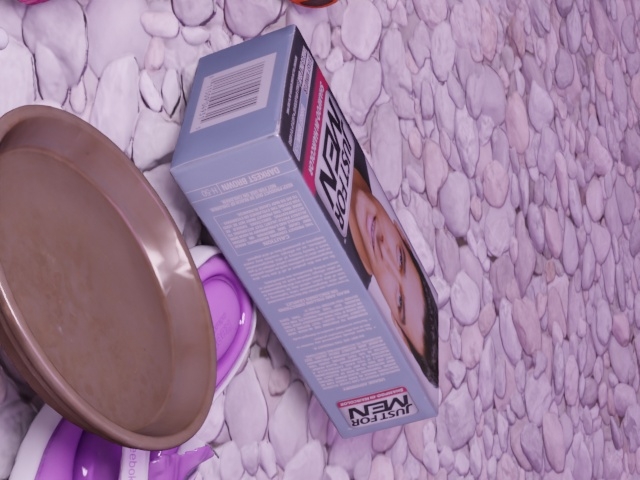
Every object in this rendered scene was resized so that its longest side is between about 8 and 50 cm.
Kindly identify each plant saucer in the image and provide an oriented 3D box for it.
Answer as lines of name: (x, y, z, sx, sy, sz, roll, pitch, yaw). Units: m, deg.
plant saucer: (-0.171, 0.030, 0.941, 0.278, 0.041, 0.278, 52, 23, -33)

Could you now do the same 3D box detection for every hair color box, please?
hair color box: (0.000, 0.000, 1.234, 0.185, 0.113, 0.374, -83, 151, -49)

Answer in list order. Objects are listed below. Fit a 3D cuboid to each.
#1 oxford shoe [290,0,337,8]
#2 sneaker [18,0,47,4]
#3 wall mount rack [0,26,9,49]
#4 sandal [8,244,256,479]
oxford shoe: (-0.049, -0.351, 1.259, 0.271, 0.097, 0.098, 54, 39, -40)
sneaker: (-0.193, -0.265, 1.014, 0.252, 0.103, 0.111, -55, 125, -67)
wall mount rack: (-0.301, -0.268, 0.793, 0.304, 0.130, 0.350, 107, -28, -75)
sandal: (-0.139, 0.154, 1.050, 0.169, 0.102, 0.416, 58, 40, -36)
